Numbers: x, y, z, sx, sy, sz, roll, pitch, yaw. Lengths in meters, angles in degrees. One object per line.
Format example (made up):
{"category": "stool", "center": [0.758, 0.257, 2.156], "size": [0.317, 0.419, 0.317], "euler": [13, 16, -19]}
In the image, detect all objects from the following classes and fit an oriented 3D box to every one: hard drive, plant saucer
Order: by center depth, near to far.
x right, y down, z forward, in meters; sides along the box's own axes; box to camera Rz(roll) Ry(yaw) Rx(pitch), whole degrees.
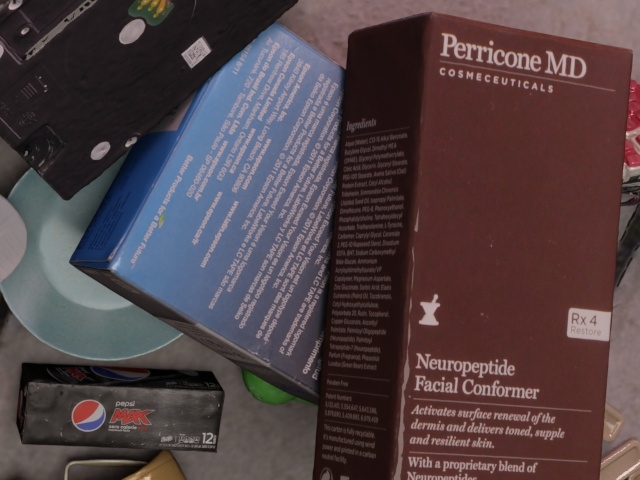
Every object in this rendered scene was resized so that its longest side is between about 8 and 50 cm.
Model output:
{"category": "hard drive", "center": [-0.111, -0.198, 1.216], "size": [0.339, 0.064, 0.237], "euler": [-41, 155, -3]}
{"category": "plant saucer", "center": [-0.174, 0.003, 1.432], "size": [0.195, 0.037, 0.195], "euler": [-4, 105, -14]}

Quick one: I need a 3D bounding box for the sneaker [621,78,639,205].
{"category": "sneaker", "center": [0.289, -0.070, 1.504], "size": [0.299, 0.121, 0.112], "euler": [-3, 136, -7]}

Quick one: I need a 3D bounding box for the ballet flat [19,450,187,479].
{"category": "ballet flat", "center": [-0.227, 0.230, 1.473], "size": [0.232, 0.080, 0.073], "euler": [-12, 80, -15]}

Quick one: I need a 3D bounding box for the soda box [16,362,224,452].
{"category": "soda box", "center": [-0.170, 0.141, 1.462], "size": [0.169, 0.053, 0.060], "euler": [4, 103, -17]}

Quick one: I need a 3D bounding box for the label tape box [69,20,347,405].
{"category": "label tape box", "center": [0.000, 0.000, 1.408], "size": [0.334, 0.106, 0.240], "euler": [33, 76, -23]}

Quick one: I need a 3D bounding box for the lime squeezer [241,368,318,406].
{"category": "lime squeezer", "center": [-0.031, 0.070, 1.481], "size": [0.110, 0.059, 0.310], "euler": [-27, 109, -6]}

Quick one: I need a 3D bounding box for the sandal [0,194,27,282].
{"category": "sandal", "center": [-0.361, 0.032, 1.367], "size": [0.265, 0.076, 0.102], "euler": [-32, 115, -2]}

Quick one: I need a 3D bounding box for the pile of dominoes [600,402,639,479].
{"category": "pile of dominoes", "center": [0.200, 0.262, 1.620], "size": [0.251, 0.040, 0.196], "euler": [-31, 110, -14]}

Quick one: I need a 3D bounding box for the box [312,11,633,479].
{"category": "box", "center": [0.117, 0.030, 1.332], "size": [0.191, 0.143, 0.381], "euler": [6, 85, -27]}
